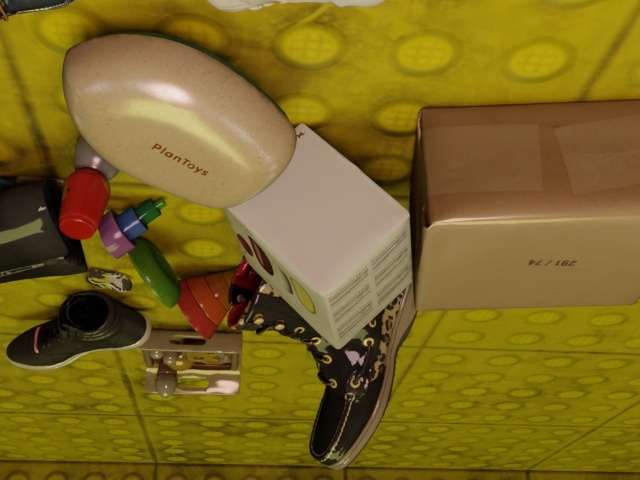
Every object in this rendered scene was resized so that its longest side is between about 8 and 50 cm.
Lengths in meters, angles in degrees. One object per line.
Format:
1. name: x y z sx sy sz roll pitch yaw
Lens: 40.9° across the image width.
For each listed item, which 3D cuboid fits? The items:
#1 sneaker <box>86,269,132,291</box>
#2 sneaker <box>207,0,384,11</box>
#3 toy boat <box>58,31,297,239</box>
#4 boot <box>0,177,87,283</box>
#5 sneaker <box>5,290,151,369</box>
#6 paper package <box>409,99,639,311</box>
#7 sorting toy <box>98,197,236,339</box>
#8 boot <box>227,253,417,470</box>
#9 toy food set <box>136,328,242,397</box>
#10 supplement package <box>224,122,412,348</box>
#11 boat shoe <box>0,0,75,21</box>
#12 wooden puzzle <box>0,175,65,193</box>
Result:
1. sneaker: -0.370 0.070 1.502 0.083 0.031 0.035 22 161 -30
2. sneaker: -0.047 -0.251 0.781 0.232 0.090 0.115 13 160 -6
3. toy boat: -0.200 -0.122 0.986 0.267 0.148 0.318 32 136 -33
4. boot: -0.550 0.009 1.078 0.445 0.146 0.367 -7 174 -5
5. sneaker: -0.484 0.163 1.616 0.296 0.104 0.147 -12 151 11
6. paper package: 0.284 -0.032 1.127 0.325 0.168 0.309 -2 154 3
7. sorting toy: -0.215 0.033 1.377 0.126 0.127 0.365 -33 147 1
8. boot: -0.014 0.155 1.346 0.284 0.377 0.138 20 -176 -26
9. toy food set: -0.280 0.274 1.847 0.220 0.092 0.306 3 155 -5
10. supplement package: 0.000 0.000 1.112 0.149 0.194 0.203 -42 157 -13
11. boat shoe: -0.321 -0.225 0.819 0.183 0.083 0.065 1 154 -3
12. wooden puzzle: -0.393 -0.068 1.227 0.116 0.014 0.078 1 154 0
